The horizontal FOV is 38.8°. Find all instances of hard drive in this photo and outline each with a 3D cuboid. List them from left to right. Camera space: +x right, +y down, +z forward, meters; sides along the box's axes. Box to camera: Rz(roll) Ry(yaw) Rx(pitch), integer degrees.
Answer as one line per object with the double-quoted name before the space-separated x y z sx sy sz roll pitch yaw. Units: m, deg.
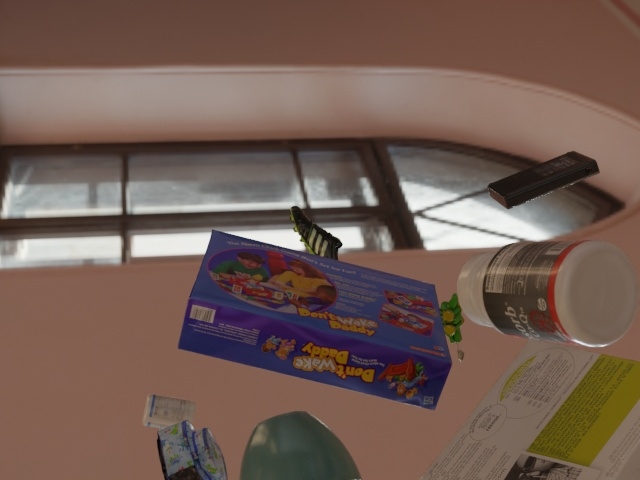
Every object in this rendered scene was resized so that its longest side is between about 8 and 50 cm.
"hard drive" 0.309 -0.086 1.270 0.094 0.135 0.022 -108 177 -75

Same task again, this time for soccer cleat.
"soccer cleat" 0.000 0.000 1.834 0.179 0.072 0.060 60 6 9

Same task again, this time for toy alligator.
"toy alligator" 0.322 0.213 2.248 0.051 0.056 0.190 11 -58 35

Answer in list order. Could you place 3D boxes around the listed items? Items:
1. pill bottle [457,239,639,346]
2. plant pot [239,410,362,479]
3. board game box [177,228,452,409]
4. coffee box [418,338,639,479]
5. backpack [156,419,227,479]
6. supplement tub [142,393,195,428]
"pill bottle" 0.462 0.106 1.897 0.363 0.210 0.210 -3 -90 63
"plant pot" -0.067 0.514 2.128 0.290 0.290 0.195 107 -32 -63
"board game box" -0.005 0.102 1.263 0.233 0.347 0.078 -86 -169 -67
"coffee box" 0.387 0.384 1.260 0.337 0.338 0.334 46 -16 -18
"backpack" -0.188 0.324 1.342 0.105 0.084 0.114 71 -7 -46
"supplement tub" -0.334 0.381 1.999 0.071 0.107 0.071 -167 -90 -79
